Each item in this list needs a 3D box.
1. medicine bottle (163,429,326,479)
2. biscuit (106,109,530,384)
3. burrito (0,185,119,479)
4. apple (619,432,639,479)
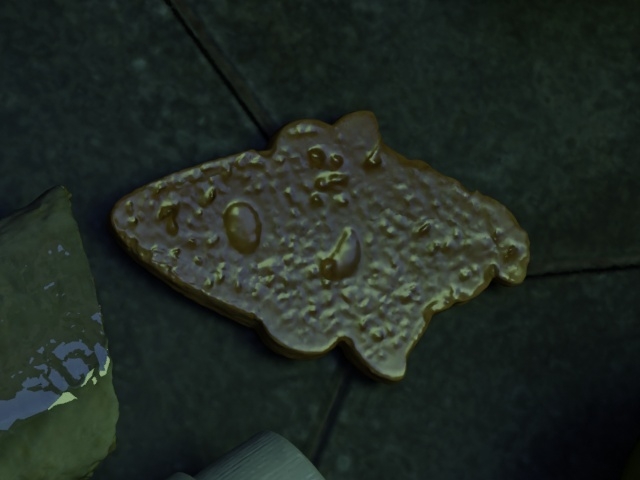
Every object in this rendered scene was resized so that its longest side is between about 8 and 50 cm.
[{"bbox_3d":[-0.098,0.206,0.953,0.247,0.147,0.147,-34,87,-20],"label":"medicine bottle"},{"bbox_3d":[0.000,0.000,1.083,0.250,0.035,0.162,7,71,-14],"label":"biscuit"},{"bbox_3d":[-0.221,0.104,0.966,0.299,0.105,0.143,-34,83,-17],"label":"burrito"},{"bbox_3d":[0.315,0.188,0.968,0.305,0.338,0.339,-11,80,1],"label":"apple"}]
